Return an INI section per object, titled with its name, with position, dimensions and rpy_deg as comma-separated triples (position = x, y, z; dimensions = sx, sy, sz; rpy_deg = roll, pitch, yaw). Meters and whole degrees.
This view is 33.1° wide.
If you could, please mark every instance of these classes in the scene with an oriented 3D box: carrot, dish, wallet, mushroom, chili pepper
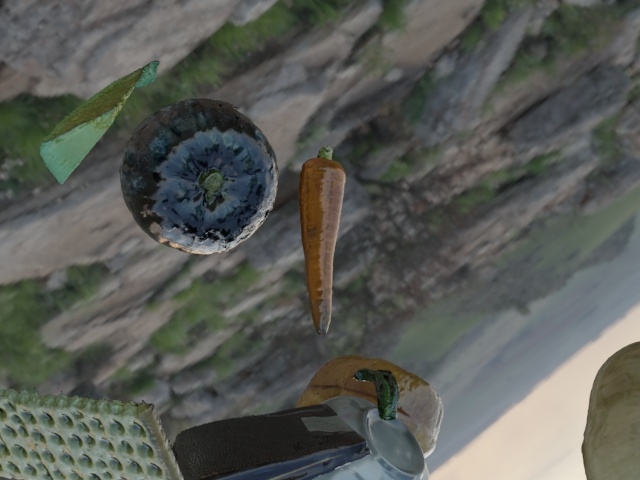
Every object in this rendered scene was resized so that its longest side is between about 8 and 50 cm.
[carrot]
position = 0.000, 0.000, 1.398
dimensions = 0.061, 0.256, 0.061
rpy_deg = 2, 164, 0
[dish]
position = 0.075, 0.340, 1.654
dimensions = 0.117, 0.256, 0.256
rpy_deg = -44, 166, 23
[wallet]
position = -0.083, 0.289, 1.464
dimensions = 0.262, 0.071, 0.221
rpy_deg = -14, -174, -12
[mushroom]
position = 0.326, 0.224, 1.012
dimensions = 0.260, 0.254, 0.234
rpy_deg = 20, 134, -40
[chili pepper]
position = 0.092, 0.226, 1.666
dimensions = 0.055, 0.118, 0.035
rpy_deg = -41, 133, 4

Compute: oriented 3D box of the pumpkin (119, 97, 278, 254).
[pumpkin]
position = -0.173, -0.090, 1.564
dimensions = 0.233, 0.233, 0.163
rpy_deg = -37, -158, -10

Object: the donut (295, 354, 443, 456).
[donut]
position = 0.102, 0.351, 2.180
dimensions = 0.299, 0.317, 0.150
rpy_deg = 50, 55, -40

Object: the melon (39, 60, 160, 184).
[melon]
position = -0.266, -0.171, 1.351
dimensions = 0.114, 0.053, 0.262
rpy_deg = -34, -162, 33

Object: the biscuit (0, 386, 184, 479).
[biscuit]
position = -0.242, 0.190, 1.017
dimensions = 0.016, 0.231, 0.139
rpy_deg = -63, 148, -45
